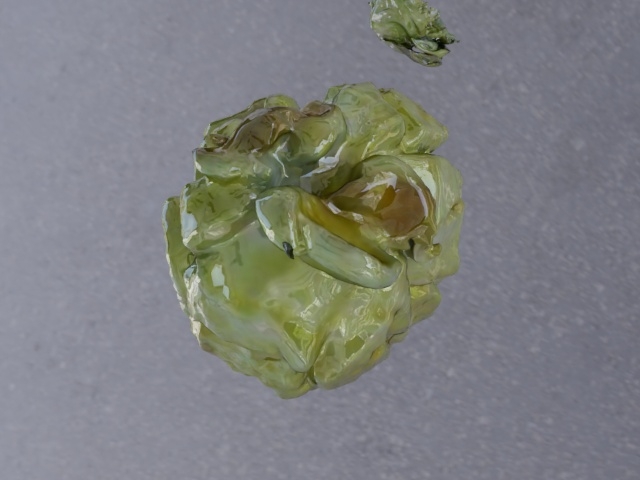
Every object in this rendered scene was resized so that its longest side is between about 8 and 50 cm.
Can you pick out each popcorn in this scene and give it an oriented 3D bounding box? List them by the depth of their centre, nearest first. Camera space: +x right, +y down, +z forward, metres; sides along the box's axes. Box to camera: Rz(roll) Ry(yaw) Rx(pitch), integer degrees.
[{"bbox_3d":[0.000,0.000,0.584,0.162,0.141,0.135,11,106,56],"label":"popcorn"}]

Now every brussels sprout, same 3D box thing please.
[{"bbox_3d":[0.071,-0.169,1.023,0.058,0.085,0.085,-39,56,29],"label":"brussels sprout"}]
